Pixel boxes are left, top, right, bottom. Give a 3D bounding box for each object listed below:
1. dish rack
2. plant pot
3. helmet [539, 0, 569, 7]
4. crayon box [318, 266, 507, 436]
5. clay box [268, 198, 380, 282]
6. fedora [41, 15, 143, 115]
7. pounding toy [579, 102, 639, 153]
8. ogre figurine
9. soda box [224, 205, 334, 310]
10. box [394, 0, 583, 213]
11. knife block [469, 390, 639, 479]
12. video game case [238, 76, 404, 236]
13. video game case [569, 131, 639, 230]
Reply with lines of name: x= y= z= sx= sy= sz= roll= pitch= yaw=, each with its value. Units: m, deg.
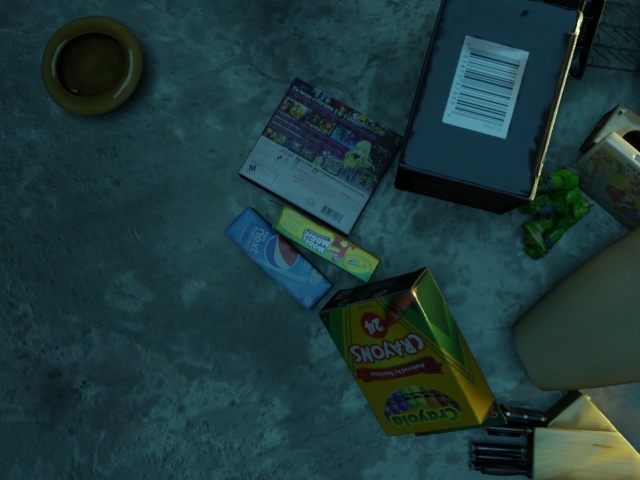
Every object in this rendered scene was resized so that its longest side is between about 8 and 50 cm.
dish rack: x=0.538 y=-0.376 z=1.788 sx=0.272 sy=0.074 sz=0.208 roll=2 pitch=115 yaw=-23
plant pot: x=0.479 y=0.149 z=1.778 sx=0.274 sy=0.256 sz=0.256 roll=-28 pitch=87 yaw=19
helmet: x=0.424 y=-0.485 z=1.823 sx=0.162 sy=0.169 sz=0.169 roll=-7 pitch=88 yaw=19
crayon box: x=0.159 y=0.216 z=1.768 sx=0.202 sy=0.081 sz=0.318 roll=-18 pitch=109 yaw=38
clay box: x=0.000 y=0.000 z=1.850 sx=0.222 sy=0.127 sz=0.053 roll=29 pitch=91 yaw=5
fedora: x=-0.410 y=-0.317 z=1.908 sx=0.194 sy=0.079 sz=0.194 roll=0 pitch=90 yaw=9
pounding toy: x=0.573 y=-0.144 z=1.792 sx=0.206 sy=0.181 sz=0.094 roll=36 pitch=90 yaw=4
ogre figurine: x=0.406 y=-0.061 z=1.819 sx=0.118 sy=0.097 sz=0.197 roll=-32 pitch=119 yaw=-15
soda box: x=-0.074 y=0.033 z=1.881 sx=0.210 sy=0.071 sz=0.067 roll=43 pitch=91 yaw=4
box: x=0.259 y=-0.214 z=1.706 sx=0.212 sy=0.395 sz=0.293 roll=15 pitch=90 yaw=3
knife block: x=0.412 y=0.390 z=1.834 sx=0.242 sy=0.088 sz=0.275 roll=-42 pitch=87 yaw=2
video game case: x=0.002 y=-0.151 z=1.884 sx=0.232 sy=0.042 sz=0.210 roll=29 pitch=82 yaw=4
video game case: x=0.532 y=-0.082 z=1.771 sx=0.206 sy=0.227 sz=0.026 roll=40 pitch=80 yaw=4
